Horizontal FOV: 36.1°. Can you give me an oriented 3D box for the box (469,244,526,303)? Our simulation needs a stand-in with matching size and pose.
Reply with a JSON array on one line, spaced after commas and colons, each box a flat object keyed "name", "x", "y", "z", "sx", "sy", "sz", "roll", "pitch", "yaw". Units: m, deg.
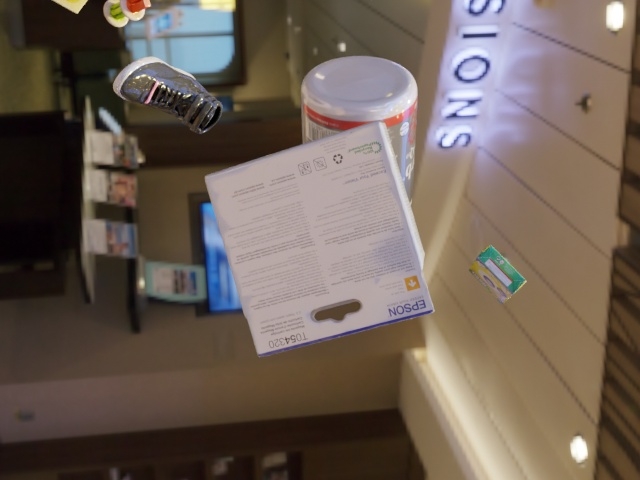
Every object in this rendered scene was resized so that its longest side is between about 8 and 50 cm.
[{"name": "box", "x": 0.360, "y": 0.073, "z": 2.019, "sx": 0.105, "sy": 0.043, "sz": 0.179, "roll": 46, "pitch": -4, "yaw": 10}]

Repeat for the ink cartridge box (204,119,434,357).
[{"name": "ink cartridge box", "x": 0.000, "y": 0.000, "z": 1.665, "sx": 0.071, "sy": 0.324, "sz": 0.330, "roll": -25, "pitch": 99, "yaw": -74}]

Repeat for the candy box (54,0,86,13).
[{"name": "candy box", "x": -0.465, "y": -0.516, "z": 1.556, "sx": 0.316, "sy": 0.183, "sz": 0.087, "roll": 25, "pitch": 20, "yaw": -52}]

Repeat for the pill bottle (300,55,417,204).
[{"name": "pill bottle", "x": 0.071, "y": -0.142, "z": 1.845, "sx": 0.210, "sy": 0.210, "sz": 0.362, "roll": -103, "pitch": -171, "yaw": -51}]

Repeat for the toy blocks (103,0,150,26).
[{"name": "toy blocks", "x": -0.314, "y": -0.453, "z": 1.748, "sx": 0.148, "sy": 0.054, "sz": 0.123, "roll": -10, "pitch": -121, "yaw": 44}]

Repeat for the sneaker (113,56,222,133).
[{"name": "sneaker", "x": -0.313, "y": -0.307, "z": 2.115, "sx": 0.104, "sy": 0.147, "sz": 0.296, "roll": -55, "pitch": 161, "yaw": 16}]
